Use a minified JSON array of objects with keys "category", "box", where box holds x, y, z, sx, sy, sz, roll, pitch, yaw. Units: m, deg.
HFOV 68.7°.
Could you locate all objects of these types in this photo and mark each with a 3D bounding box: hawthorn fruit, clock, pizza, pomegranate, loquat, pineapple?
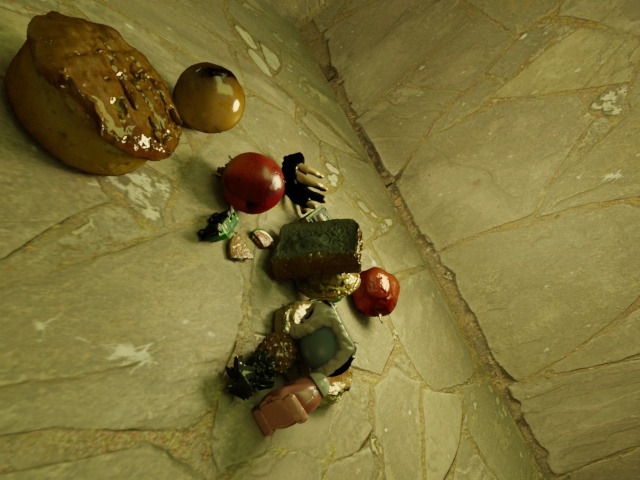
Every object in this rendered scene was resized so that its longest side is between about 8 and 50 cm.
[{"category":"hawthorn fruit","box":[0.229,0.244,1.944,0.207,0.208,0.243,40,33,-38]},{"category":"clock","box":[-0.069,0.393,1.169,0.092,0.166,0.162,60,29,5]},{"category":"pizza","box":[-0.255,0.033,1.419,0.100,0.029,0.099,54,31,-4]},{"category":"pomegranate","box":[-0.231,-0.194,1.533,0.235,0.210,0.210,29,18,14]},{"category":"loquat","box":[-0.370,-0.470,1.554,0.235,0.235,0.235,45,26,-29]},{"category":"pineapple","box":[-0.152,0.316,1.178,0.119,0.111,0.237,26,22,16]}]

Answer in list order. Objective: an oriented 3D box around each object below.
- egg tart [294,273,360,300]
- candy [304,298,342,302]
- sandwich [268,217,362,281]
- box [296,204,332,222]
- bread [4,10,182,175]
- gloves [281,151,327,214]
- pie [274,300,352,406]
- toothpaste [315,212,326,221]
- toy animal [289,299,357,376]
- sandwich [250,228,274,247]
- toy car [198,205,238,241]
[{"category":"egg tart","box":[0.021,0.119,1.635,0.241,0.241,0.105,-77,165,-60]},{"category":"candy","box":[-0.008,0.206,1.664,0.323,0.097,0.097,-16,76,-58]},{"category":"sandwich","box":[-0.005,0.020,1.599,0.271,0.301,0.099,-86,168,-55]},{"category":"box","box":[0.000,0.000,1.860,0.225,0.117,0.225,56,23,-6]},{"category":"bread","box":[-0.518,-0.332,1.098,0.398,0.215,0.398,46,27,-31]},{"category":"gloves","box":[-0.079,-0.226,1.937,0.152,0.197,0.301,-19,48,-29]},{"category":"pie","box":[-0.015,0.338,1.438,0.339,0.083,0.339,40,30,-29]},{"category":"toothpaste","box":[0.044,-0.003,1.771,0.218,0.033,0.052,62,28,-6]},{"category":"toy animal","box":[0.009,0.274,1.296,0.204,0.156,0.208,60,-1,9]},{"category":"sandwich","box":[-0.200,-0.005,1.580,0.101,0.026,0.069,0,65,-61]},{"category":"toy car","box":[-0.294,-0.039,1.373,0.165,0.071,0.062,-73,142,-61]}]
